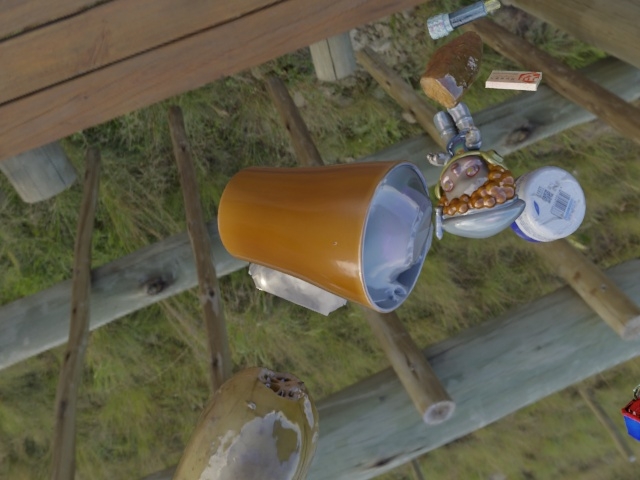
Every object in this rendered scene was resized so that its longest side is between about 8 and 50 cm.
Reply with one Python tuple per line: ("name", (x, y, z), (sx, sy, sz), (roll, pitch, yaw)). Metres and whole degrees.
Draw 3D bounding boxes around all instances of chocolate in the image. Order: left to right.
("chocolate", (0.000, 0.000, 1.783), (0.314, 0.297, 0.325), (19, 117, 18))

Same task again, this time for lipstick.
("lipstick", (0.232, -0.363, 0.983), (0.116, 0.037, 0.037), (-15, 135, 28))

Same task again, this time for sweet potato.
("sweet potato", (0.260, -0.340, 1.178), (0.097, 0.251, 0.097), (17, 137, 16))

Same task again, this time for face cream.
("face cream", (0.625, -0.100, 1.692), (0.206, 0.111, 0.205), (2, 83, -14))

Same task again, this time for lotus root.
("lotus root", (-0.115, 0.319, 0.748), (0.342, 0.152, 0.169), (-65, 159, -2))

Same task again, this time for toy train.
("toy train", (0.789, 0.366, 1.399), (0.204, 0.083, 0.131), (-35, 117, -17))

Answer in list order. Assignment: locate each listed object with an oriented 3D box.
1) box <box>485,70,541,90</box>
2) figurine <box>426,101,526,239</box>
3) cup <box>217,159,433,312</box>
("box", (0.366, -0.304, 1.154), (0.093, 0.058, 0.015), (10, 129, 25))
("figurine", (0.402, -0.185, 1.560), (0.225, 0.381, 0.205), (-15, 155, 40))
("cup", (0.019, -0.020, 0.795), (0.226, 0.264, 0.182), (-1, 100, -57))
